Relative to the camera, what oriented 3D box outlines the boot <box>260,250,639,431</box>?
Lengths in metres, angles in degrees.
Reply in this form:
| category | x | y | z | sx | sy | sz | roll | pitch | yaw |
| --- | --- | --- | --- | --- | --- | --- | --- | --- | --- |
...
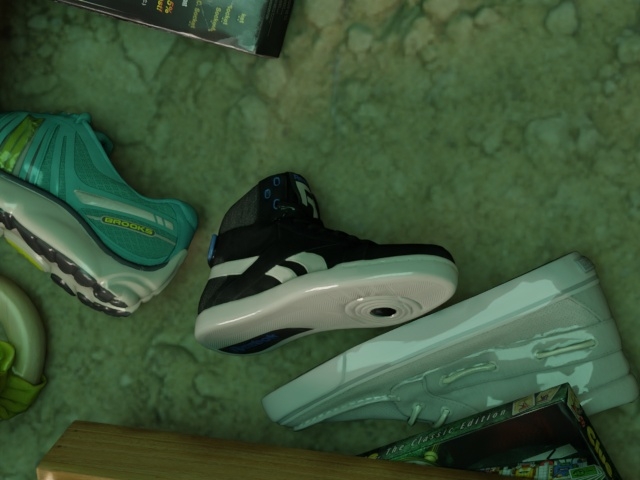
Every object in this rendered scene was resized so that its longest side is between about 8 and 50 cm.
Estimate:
| category | x | y | z | sx | sy | sz | roll | pitch | yaw |
| --- | --- | --- | --- | --- | --- | --- | --- | --- | --- |
| boot | 0.092 | 0.112 | 1.378 | 0.258 | 0.095 | 0.123 | -24 | 87 | 16 |

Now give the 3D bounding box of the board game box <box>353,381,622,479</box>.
| category | x | y | z | sx | sy | sz | roll | pitch | yaw |
| --- | --- | --- | --- | --- | --- | --- | --- | --- | --- |
| board game box | 0.088 | 0.197 | 1.367 | 0.260 | 0.030 | 0.136 | -22 | 108 | 27 |

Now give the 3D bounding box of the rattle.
| category | x | y | z | sx | sy | sz | roll | pitch | yaw |
| --- | --- | --- | --- | --- | --- | --- | --- | --- | --- |
| rattle | -0.296 | 0.054 | 1.451 | 0.130 | 0.143 | 0.199 | -17 | 95 | 32 |

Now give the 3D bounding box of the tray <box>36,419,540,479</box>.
| category | x | y | z | sx | sy | sz | roll | pitch | yaw |
| --- | --- | --- | --- | --- | --- | --- | --- | --- | --- |
| tray | 0.012 | 0.252 | 1.363 | 0.411 | 0.076 | 0.203 | 6 | 117 | 18 |

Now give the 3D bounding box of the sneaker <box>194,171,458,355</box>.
| category | x | y | z | sx | sy | sz | roll | pitch | yaw |
| --- | --- | --- | --- | --- | --- | --- | --- | --- | --- |
| sneaker | 0.000 | 0.000 | 1.371 | 0.217 | 0.079 | 0.121 | -15 | 59 | 35 |

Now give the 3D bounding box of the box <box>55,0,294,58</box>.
| category | x | y | z | sx | sy | sz | roll | pitch | yaw |
| --- | --- | --- | --- | --- | --- | --- | --- | --- | --- |
| box | -0.111 | -0.309 | 1.416 | 0.242 | 0.076 | 0.307 | 16 | 96 | 12 |

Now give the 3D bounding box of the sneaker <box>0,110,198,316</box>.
| category | x | y | z | sx | sy | sz | roll | pitch | yaw |
| --- | --- | --- | --- | --- | --- | --- | --- | --- | --- |
| sneaker | -0.211 | -0.053 | 1.456 | 0.275 | 0.107 | 0.110 | 37 | 71 | 14 |
